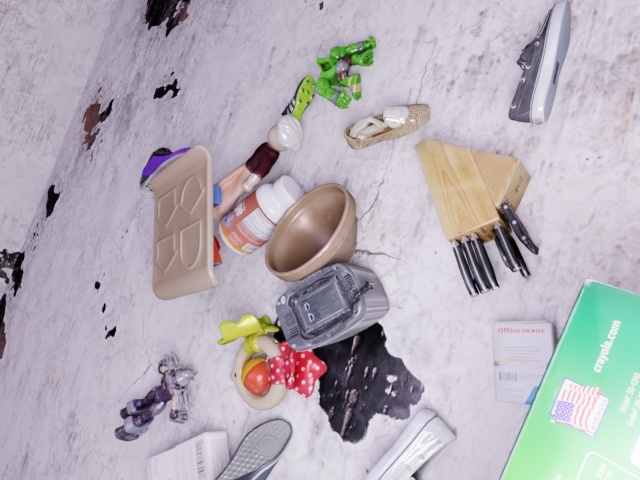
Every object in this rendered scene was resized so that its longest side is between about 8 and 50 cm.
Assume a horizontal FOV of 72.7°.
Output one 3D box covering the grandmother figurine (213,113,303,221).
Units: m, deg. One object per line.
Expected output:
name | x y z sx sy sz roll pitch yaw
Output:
grandmother figurine | -0.174 -0.191 1.142 0.342 0.104 0.208 -42 31 21

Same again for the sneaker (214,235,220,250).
sneaker | -0.375 0.022 1.284 0.221 0.087 0.128 19 78 29

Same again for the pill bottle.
pill bottle | -0.143 -0.065 1.090 0.216 0.121 0.121 -35 56 24

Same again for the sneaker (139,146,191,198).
sneaker | -0.518 -0.265 1.473 0.293 0.102 0.146 -25 60 30

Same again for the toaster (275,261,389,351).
toaster | 0.035 0.125 0.854 0.227 0.146 0.129 -35 67 25

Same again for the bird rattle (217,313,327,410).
bird rattle | -0.115 0.281 0.977 0.253 0.143 0.207 32 107 28

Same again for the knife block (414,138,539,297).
knife block | 0.257 -0.038 0.784 0.275 0.088 0.242 27 91 40

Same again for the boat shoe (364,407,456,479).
boat shoe | 0.140 0.393 0.726 0.075 0.083 0.226 36 97 42

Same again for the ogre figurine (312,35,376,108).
ogre figurine | 0.056 -0.421 1.079 0.118 0.096 0.197 18 97 29

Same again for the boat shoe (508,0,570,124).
boat shoe | 0.394 -0.321 0.790 0.076 0.080 0.229 12 90 39

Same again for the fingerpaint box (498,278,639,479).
fingerpaint box | 0.291 0.299 0.450 0.163 0.371 0.445 23 90 41

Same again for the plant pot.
plant pot | 0.000 0.000 0.939 0.237 0.109 0.237 -33 35 27

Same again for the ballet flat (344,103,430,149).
ballet flat | 0.140 -0.258 0.970 0.206 0.067 0.073 -19 63 32

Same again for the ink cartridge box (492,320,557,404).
ink cartridge box | 0.321 0.190 0.676 0.088 0.052 0.123 -8 70 36

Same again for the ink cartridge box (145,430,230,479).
ink cartridge box | -0.303 0.629 1.006 0.261 0.066 0.297 -33 56 29

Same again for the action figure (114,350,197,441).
action figure | -0.427 0.418 1.166 0.285 0.099 0.185 -39 47 17

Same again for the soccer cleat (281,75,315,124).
soccer cleat | -0.068 -0.363 1.180 0.072 0.060 0.179 21 91 42

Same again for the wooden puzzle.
wooden puzzle | -0.347 -0.033 1.139 0.322 0.080 0.348 -18 75 45

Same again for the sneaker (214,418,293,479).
sneaker | -0.142 0.494 0.917 0.086 0.164 0.226 30 53 28
